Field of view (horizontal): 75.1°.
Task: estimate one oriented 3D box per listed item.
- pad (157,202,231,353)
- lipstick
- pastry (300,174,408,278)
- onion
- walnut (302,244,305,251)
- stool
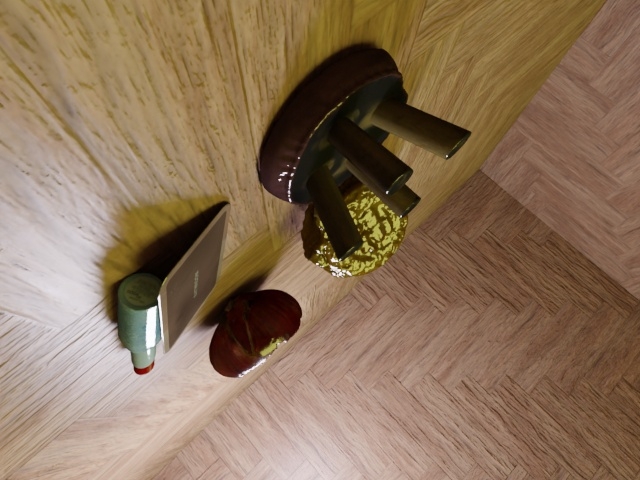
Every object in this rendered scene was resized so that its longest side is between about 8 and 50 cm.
[{"bbox_3d":[-0.196,0.068,0.655,0.176,0.002,0.266,-61,178,-37],"label":"pad"},{"bbox_3d":[-0.277,0.146,0.649,0.068,0.061,0.274,-39,165,-39],"label":"lipstick"},{"bbox_3d":[0.063,-0.032,0.890,0.235,0.132,0.240,-16,121,-26],"label":"pastry"},{"bbox_3d":[-0.158,0.210,0.982,0.248,0.161,0.248,-33,168,-8],"label":"onion"},{"bbox_3d":[0.000,0.000,0.997,0.092,0.092,0.092,-42,166,-13],"label":"walnut"},{"bbox_3d":[0.064,-0.121,0.626,0.272,0.178,0.272,-40,166,-13],"label":"stool"}]
